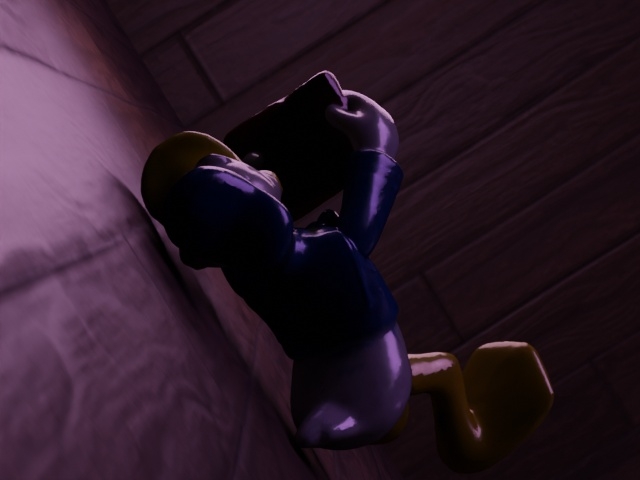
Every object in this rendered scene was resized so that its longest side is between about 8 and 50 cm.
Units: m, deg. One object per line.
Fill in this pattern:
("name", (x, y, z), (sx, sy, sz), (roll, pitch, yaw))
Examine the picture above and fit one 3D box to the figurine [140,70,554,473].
("figurine", (0.000, 0.000, 1.339), (0.338, 0.204, 0.283), (34, 47, -58))
